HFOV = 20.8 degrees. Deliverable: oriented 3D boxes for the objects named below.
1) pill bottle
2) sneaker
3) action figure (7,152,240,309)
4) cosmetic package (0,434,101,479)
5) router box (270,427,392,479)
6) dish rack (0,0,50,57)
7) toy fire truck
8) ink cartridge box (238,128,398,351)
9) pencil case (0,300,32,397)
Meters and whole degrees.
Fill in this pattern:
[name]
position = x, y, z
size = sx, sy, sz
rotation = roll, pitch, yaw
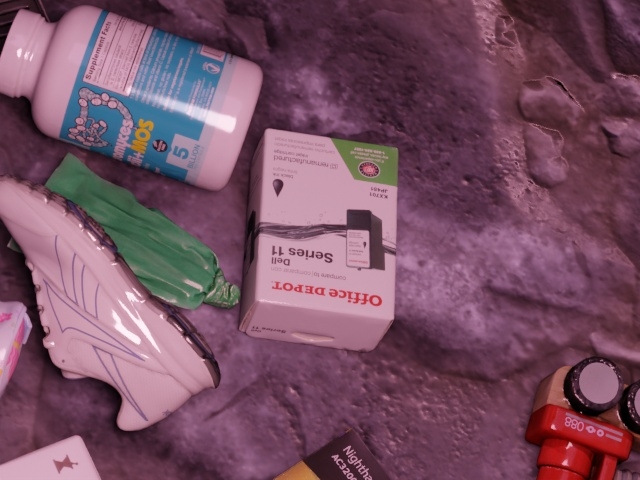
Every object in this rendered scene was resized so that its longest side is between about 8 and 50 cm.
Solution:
[pill bottle]
position = -0.203, -0.157, 1.832
size = 0.264, 0.146, 0.146
rotation = 19, 60, -5
[sneaker]
position = -0.231, 0.061, 1.704
size = 0.129, 0.111, 0.297
rotation = -41, 91, 2
[action figure]
position = -0.189, 0.013, 1.796
size = 0.232, 0.063, 0.137
rotation = 26, 58, 3
[cosmetic package]
position = -0.265, 0.293, 1.562
size = 0.151, 0.184, 0.151
rotation = -19, 70, -24
[router box]
position = 0.020, 0.371, 1.661
size = 0.243, 0.081, 0.309
rotation = -31, 75, -27
[dish rack]
position = -0.419, -0.311, 1.892
size = 0.208, 0.074, 0.272
rotation = -19, 71, -22
[toy fire truck]
position = 0.310, 0.263, 1.771
size = 0.217, 0.158, 0.246
rotation = 21, 72, -5
[ink cartridge box]
position = 0.000, 0.000, 1.842
size = 0.153, 0.087, 0.208
rotation = 8, 63, -11
[pencil case]
position = -0.420, 0.080, 1.670
size = 0.273, 0.113, 0.124
rotation = 17, 27, -6
